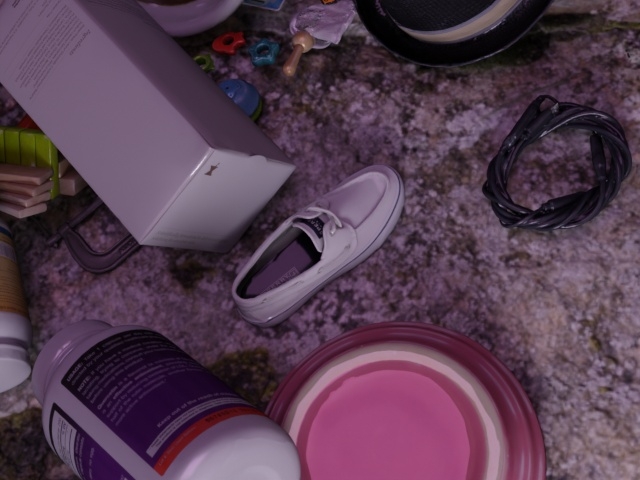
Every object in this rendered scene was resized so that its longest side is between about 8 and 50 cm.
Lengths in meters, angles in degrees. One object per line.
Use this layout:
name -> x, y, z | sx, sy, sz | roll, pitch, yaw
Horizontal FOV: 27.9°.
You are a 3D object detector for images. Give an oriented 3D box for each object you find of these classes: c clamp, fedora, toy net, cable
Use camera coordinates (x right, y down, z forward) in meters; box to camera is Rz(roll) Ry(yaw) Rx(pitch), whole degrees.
c clamp -> -0.277, -0.031, 1.635 | 0.161, 0.022, 0.137 | -35, 66, -3
fedora -> 0.153, -0.384, 1.563 | 0.334, 0.152, 0.334 | -4, 82, 28
toy net -> -0.058, -0.243, 1.666 | 0.232, 0.045, 0.122 | -33, 54, -5
cable -> 0.280, -0.080, 1.535 | 0.150, 0.047, 0.184 | 32, 76, 16

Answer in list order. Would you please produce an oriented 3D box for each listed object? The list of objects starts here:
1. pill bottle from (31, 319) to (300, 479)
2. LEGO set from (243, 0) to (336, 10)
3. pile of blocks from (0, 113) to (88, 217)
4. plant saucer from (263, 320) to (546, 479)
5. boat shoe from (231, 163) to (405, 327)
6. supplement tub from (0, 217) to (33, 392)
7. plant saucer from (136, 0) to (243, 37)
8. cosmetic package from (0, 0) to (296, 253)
pill bottle -> -0.182, 0.210, 1.410 | 0.181, 0.181, 0.323 | -50, 48, -9
LEGO set -> -0.060, -0.377, 1.722 | 0.244, 0.060, 0.182 | 17, 72, 30
pile of blocks -> -0.414, -0.092, 1.527 | 0.149, 0.362, 0.112 | 17, 116, 35
plant saucer -> 0.082, 0.242, 1.423 | 0.332, 0.084, 0.332 | -4, 69, 9
boat shoe -> 0.000, 0.000, 1.532 | 0.095, 0.084, 0.258 | 39, 81, 22
supplement tub -> -0.429, 0.078, 1.557 | 0.144, 0.144, 0.199 | -20, 66, 3
plant saucer -> -0.211, -0.464, 1.648 | 0.400, 0.400, 0.100 | 28, 41, 20
cosmetic package -> -0.227, -0.163, 1.564 | 0.155, 0.197, 0.365 | -49, 65, 16
